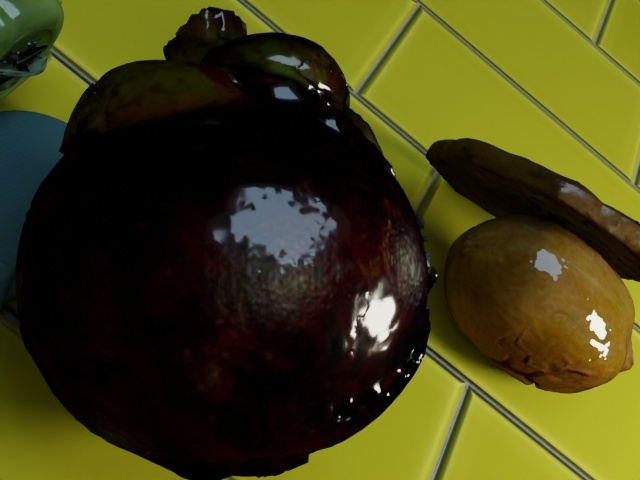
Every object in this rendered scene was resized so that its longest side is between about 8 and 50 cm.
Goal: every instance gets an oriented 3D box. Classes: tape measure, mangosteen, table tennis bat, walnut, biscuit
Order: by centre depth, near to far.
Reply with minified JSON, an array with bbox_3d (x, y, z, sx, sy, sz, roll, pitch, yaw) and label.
[{"bbox_3d":[-0.086,0.013,0.925,0.381,0.381,0.421,17,44,-27],"label":"mangosteen"},{"bbox_3d":[-0.307,-0.011,1.014,0.215,0.044,0.329,29,42,-18],"label":"table tennis bat"},{"bbox_3d":[-0.348,-0.205,1.046,0.106,0.175,0.200,48,37,-1],"label":"tape measure"},{"bbox_3d":[0.291,0.091,1.282,0.298,0.203,0.203,36,43,-11],"label":"walnut"},{"bbox_3d":[0.303,-0.042,1.339,0.359,0.359,0.046,33,87,-13],"label":"biscuit"}]
